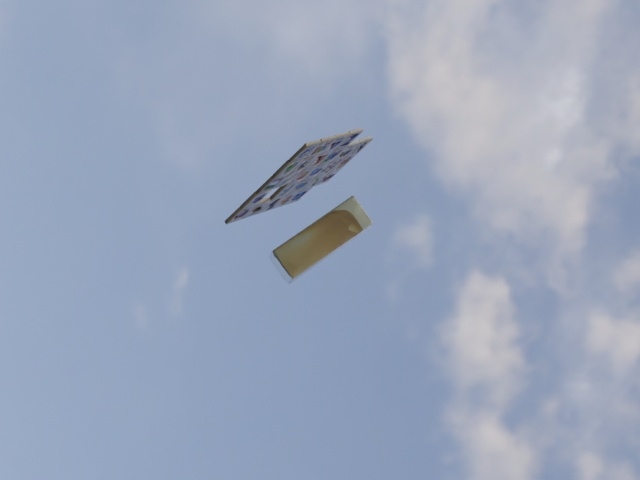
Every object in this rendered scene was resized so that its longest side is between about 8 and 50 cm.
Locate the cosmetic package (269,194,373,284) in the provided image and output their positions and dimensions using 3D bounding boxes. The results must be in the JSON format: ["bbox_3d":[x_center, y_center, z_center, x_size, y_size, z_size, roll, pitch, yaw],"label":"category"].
[{"bbox_3d":[0.000,0.000,1.588,0.041,0.115,0.060,55,-8,3],"label":"cosmetic package"}]

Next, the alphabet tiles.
[{"bbox_3d":[-0.018,-0.105,2.113,0.198,0.237,0.009,-42,-102,33],"label":"alphabet tiles"}]
